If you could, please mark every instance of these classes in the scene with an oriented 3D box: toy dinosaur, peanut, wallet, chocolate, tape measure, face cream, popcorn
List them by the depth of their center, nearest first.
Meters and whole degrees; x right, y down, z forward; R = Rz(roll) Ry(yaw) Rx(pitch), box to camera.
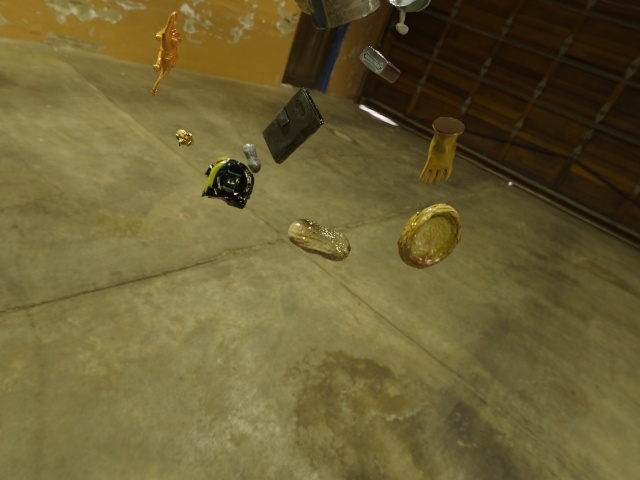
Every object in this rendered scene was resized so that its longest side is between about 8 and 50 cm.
[{"bbox_3d":[-0.480,-0.588,1.287,0.070,0.288,0.117,23,47,-14],"label":"toy dinosaur"},{"bbox_3d":[0.063,-0.871,1.396,0.249,0.225,0.249,-13,36,9],"label":"face cream"},{"bbox_3d":[-0.365,-0.235,1.636,0.199,0.186,0.112,17,-3,-18],"label":"tape measure"},{"bbox_3d":[-0.121,-0.452,1.649,0.044,0.317,0.169,-23,85,-43],"label":"wallet"},{"bbox_3d":[-0.597,-0.440,1.787,0.084,0.084,0.084,18,26,-9],"label":"popcorn"},{"bbox_3d":[-0.001,-0.003,1.844,0.291,0.143,0.159,20,18,8],"label":"peanut"},{"bbox_3d":[-0.363,-0.437,2.171,0.072,0.072,0.167,-19,89,-54],"label":"chocolate"}]

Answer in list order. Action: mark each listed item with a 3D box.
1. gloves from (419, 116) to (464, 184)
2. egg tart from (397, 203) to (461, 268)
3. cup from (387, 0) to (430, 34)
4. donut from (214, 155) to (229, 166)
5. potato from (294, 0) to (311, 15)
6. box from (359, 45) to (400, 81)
[{"bbox_3d":[0.479,-0.337,1.652,0.133,0.294,0.116,-3,48,-4],"label":"gloves"},{"bbox_3d":[0.431,-0.024,1.665,0.294,0.294,0.123,8,24,-26],"label":"egg tart"},{"bbox_3d":[0.340,-0.934,1.524,0.168,0.299,0.173,21,23,25],"label":"cup"},{"bbox_3d":[-0.454,-0.342,1.894,0.043,0.108,0.097,-6,71,-41],"label":"donut"},{"bbox_3d":[-0.050,-1.054,1.736,0.161,0.128,0.234,-37,79,-25],"label":"potato"},{"bbox_3d":[0.255,-0.735,1.718,0.120,0.069,0.224,45,25,9],"label":"box"}]
